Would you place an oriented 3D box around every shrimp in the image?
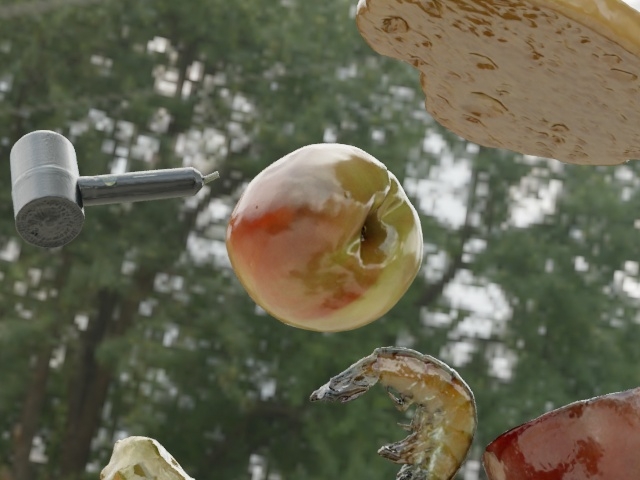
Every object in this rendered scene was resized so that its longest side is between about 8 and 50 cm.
[{"bbox_3d":[0.040,0.173,1.307,0.148,0.195,0.035,36,-14,-31],"label":"shrimp"}]

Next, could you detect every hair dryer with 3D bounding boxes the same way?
[{"bbox_3d":[-0.217,-0.063,1.789,0.219,0.124,0.071,-5,-48,-7],"label":"hair dryer"}]

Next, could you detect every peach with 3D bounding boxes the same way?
[{"bbox_3d":[0.000,0.000,1.596,0.184,0.184,0.184,8,-20,3],"label":"peach"}]

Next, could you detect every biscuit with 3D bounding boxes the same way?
[{"bbox_3d":[0.187,-0.167,1.546,0.312,0.057,0.351,36,-19,-26],"label":"biscuit"}]

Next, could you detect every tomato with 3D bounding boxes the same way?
[{"bbox_3d":[0.240,0.185,1.343,0.225,0.085,0.225,-7,-21,-3],"label":"tomato"}]

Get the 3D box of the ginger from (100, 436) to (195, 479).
[{"bbox_3d":[-0.023,0.348,1.376,0.363,0.348,0.122,19,-38,-17],"label":"ginger"}]
